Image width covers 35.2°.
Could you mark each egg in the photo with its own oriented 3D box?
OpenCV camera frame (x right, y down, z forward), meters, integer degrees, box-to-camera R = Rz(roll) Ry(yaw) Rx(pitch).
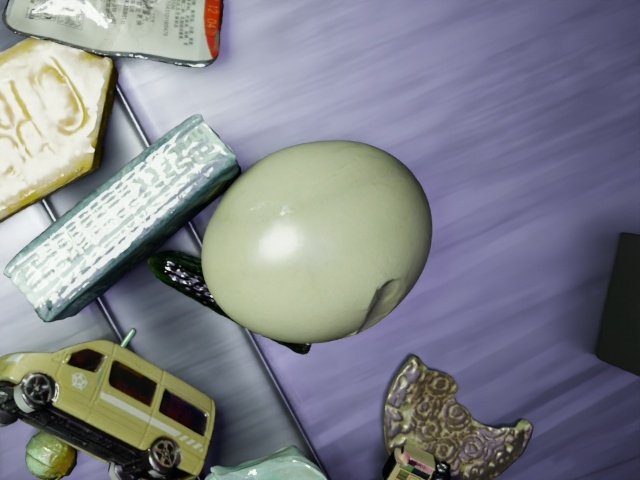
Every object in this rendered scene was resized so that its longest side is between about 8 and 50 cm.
[{"bbox_3d":[0.000,0.000,1.104,0.269,0.219,0.219,-34,100,-28],"label":"egg"}]

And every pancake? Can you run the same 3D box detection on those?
[{"bbox_3d":[0.165,0.222,1.257,0.184,0.020,0.190,-22,99,-5],"label":"pancake"}]

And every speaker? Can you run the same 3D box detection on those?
[{"bbox_3d":[0.491,0.099,1.177,0.232,0.254,0.184,9,92,-10],"label":"speaker"}]

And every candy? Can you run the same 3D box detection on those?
[{"bbox_3d":[-0.273,0.189,1.178,0.061,0.061,0.202,35,81,-10],"label":"candy"}]

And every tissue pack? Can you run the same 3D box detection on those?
[{"bbox_3d":[-0.205,-0.024,1.091,0.257,0.185,0.081,-40,90,-3],"label":"tissue pack"}]

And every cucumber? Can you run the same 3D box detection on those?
[{"bbox_3d":[-0.104,0.068,1.182,0.215,0.058,0.052,26,103,-9],"label":"cucumber"}]

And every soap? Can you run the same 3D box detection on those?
[{"bbox_3d":[-0.335,-0.123,1.117,0.258,0.080,0.160,-31,98,-4],"label":"soap"}]

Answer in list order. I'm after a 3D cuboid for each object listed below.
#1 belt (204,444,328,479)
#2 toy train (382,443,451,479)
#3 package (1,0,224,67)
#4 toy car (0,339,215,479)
[{"bbox_3d":[-0.033,0.357,1.145,0.150,0.207,0.257,-22,115,-7],"label":"belt"},{"bbox_3d":[0.103,0.320,1.232,0.087,0.050,0.138,26,104,-4],"label":"toy train"},{"bbox_3d":[-0.222,-0.269,1.114,0.232,0.040,0.166,8,62,-12],"label":"package"},{"bbox_3d":[-0.242,0.177,1.111,0.257,0.101,0.124,35,51,-26],"label":"toy car"}]
